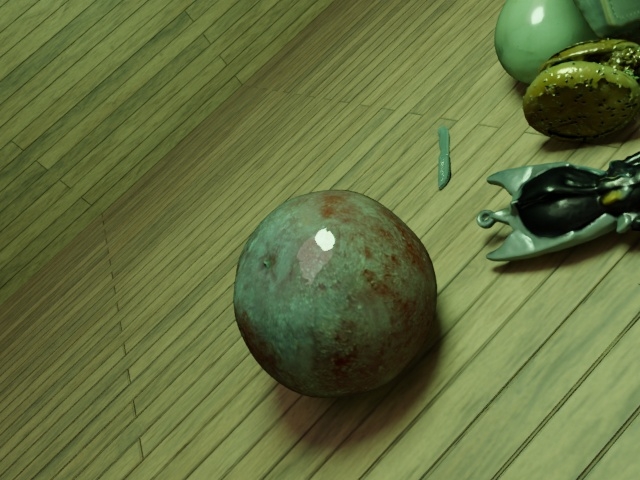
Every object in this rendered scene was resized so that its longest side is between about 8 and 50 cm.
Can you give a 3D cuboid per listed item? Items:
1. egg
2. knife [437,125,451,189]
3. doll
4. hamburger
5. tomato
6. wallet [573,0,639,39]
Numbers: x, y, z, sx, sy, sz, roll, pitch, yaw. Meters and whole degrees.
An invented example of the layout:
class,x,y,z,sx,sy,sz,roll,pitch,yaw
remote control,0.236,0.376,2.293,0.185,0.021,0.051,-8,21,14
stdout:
class,x,y,z,sx,sy,sz,roll,pitch,yaw
egg,0.468,-0.442,0.892,0.203,0.203,0.283,8,60,48
knife,0.270,-0.186,0.964,0.028,0.015,0.210,-12,44,25
doll,0.378,-0.061,0.630,0.316,0.103,0.145,-14,85,45
hamburger,0.443,-0.238,0.730,0.113,0.185,0.177,-59,0,-30
tomato,0.019,0.080,0.684,0.316,0.282,0.317,-20,60,37
wallet,0.524,-0.472,0.765,0.360,0.252,0.083,-27,-4,-32
